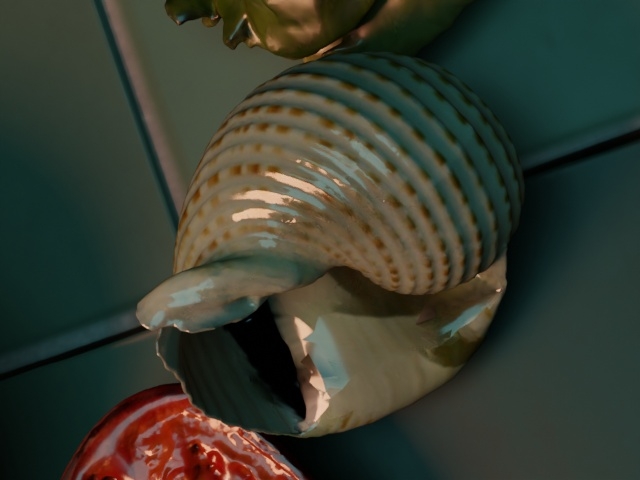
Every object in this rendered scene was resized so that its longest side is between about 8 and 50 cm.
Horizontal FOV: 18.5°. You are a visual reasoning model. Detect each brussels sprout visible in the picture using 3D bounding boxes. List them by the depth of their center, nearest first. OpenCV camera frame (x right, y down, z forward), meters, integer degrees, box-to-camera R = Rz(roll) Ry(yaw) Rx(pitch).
[{"bbox_3d":[0.013,-0.157,0.969,0.181,0.100,0.139,-40,61,26],"label":"brussels sprout"}]

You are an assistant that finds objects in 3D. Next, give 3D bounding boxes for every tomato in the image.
[{"bbox_3d":[-0.066,0.170,0.982,0.166,0.082,0.174,43,95,8],"label":"tomato"}]

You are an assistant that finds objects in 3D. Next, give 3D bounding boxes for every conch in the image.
[{"bbox_3d":[-0.001,-0.008,0.936,0.200,0.172,0.131,-13,49,-12],"label":"conch"}]
